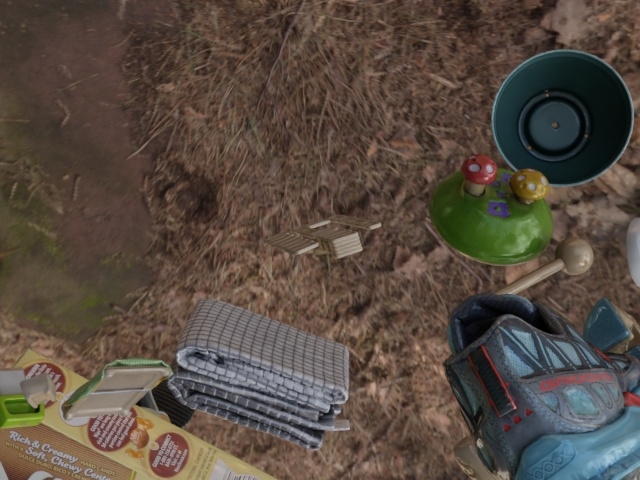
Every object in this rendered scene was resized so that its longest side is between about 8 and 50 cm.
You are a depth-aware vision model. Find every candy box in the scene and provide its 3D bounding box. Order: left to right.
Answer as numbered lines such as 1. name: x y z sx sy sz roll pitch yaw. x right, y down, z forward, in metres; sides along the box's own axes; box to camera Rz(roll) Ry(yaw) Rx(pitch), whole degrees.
1. candy box: -0.202 0.266 0.860 0.317 0.087 0.183 29 117 -3

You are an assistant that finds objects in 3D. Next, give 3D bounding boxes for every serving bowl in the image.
1. serving bowl: 0.385 0.014 0.989 0.027 0.083 0.083 -5 110 40

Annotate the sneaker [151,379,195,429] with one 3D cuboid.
1. sneaker: -0.330 0.380 1.516 0.122 0.330 0.146 28 133 0

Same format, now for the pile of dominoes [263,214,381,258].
1. pile of dominoes: 0.000 0.000 1.735 0.196 0.251 0.040 -18 101 -18

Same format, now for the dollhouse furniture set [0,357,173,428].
1. dollhouse furniture set: -0.195 0.094 0.626 0.152 0.058 0.076 6 140 -44

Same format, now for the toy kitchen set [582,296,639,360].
1. toy kitchen set: 0.307 0.098 0.653 0.166 0.207 0.122 -41 138 21

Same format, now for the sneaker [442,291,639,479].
1. sneaker: 0.136 0.077 0.503 0.104 0.262 0.125 -39 78 10

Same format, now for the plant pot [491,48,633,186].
1. plant pot: 0.531 -0.264 1.893 0.293 0.196 0.293 1 93 11

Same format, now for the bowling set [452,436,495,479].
1. bowling set: 0.349 0.285 1.258 0.154 0.287 0.200 46 61 7

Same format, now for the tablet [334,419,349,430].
1. tablet: 0.026 0.338 1.550 0.054 0.083 0.006 -3 89 0

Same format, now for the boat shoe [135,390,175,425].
1. boat shoe: -0.277 0.303 1.299 0.103 0.302 0.113 -39 139 -5

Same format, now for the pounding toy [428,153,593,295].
1. pounding toy: 0.265 -0.048 1.187 0.183 0.237 0.110 -15 141 -21

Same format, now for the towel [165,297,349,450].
1. towel: -0.097 0.212 1.381 0.284 0.235 0.121 19 102 -4
